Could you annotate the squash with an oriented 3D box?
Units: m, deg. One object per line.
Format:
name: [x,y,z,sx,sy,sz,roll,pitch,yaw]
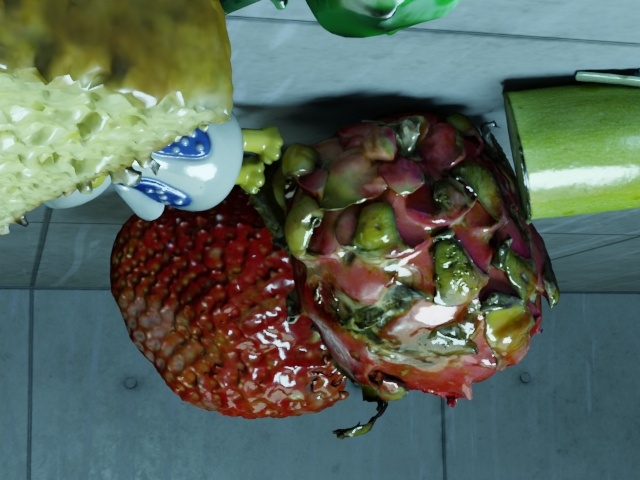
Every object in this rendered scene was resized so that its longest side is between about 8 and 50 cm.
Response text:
squash: [0.254,-0.080,1.027,0.186,0.123,0.123,-4,172,6]

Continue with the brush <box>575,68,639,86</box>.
brush: [0.256,-0.137,0.996,0.083,0.013,0.016,5,168,8]

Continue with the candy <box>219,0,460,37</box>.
candy: [-0.024,-0.152,0.689,0.097,0.097,0.323,3,180,-28]

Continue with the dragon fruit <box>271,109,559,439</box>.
dragon fruit: [0.073,0.005,1.125,0.269,0.250,0.291,-30,128,20]

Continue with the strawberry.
strawberry: [-0.099,0.058,1.474,0.351,0.312,0.267,18,154,8]

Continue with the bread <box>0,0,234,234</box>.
bread: [-0.178,-0.111,0.534,0.194,0.179,0.340,2,169,-34]

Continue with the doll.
doll: [-0.167,-0.078,1.004,0.293,0.119,0.138,4,128,-36]

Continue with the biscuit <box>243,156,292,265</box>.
biscuit: [-0.005,0.003,1.300,0.026,0.237,0.131,-47,151,26]
